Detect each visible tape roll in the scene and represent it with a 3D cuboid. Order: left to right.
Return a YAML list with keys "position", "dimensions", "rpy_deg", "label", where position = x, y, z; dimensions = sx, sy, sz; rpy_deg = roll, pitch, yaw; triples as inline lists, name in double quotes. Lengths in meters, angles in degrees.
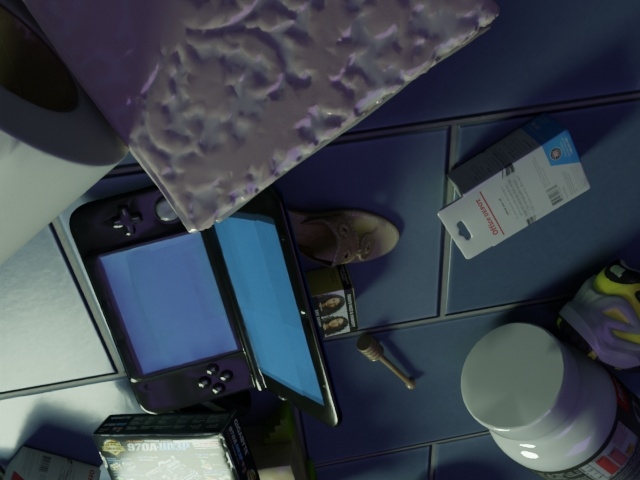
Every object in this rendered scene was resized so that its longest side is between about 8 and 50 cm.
- position: [-0.311, -0.111, 0.458]
  dimensions: [0.169, 0.246, 0.246]
  rpy_deg: [-36, 123, 15]
  label: "tape roll"

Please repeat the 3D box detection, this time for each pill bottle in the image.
- position: [0.404, 0.292, 0.898]
  dimensions: [0.210, 0.210, 0.363]
  rpy_deg: [-42, 122, 18]
  label: "pill bottle"

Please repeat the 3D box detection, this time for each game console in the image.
- position: [-0.136, 0.084, 0.622]
  dimensions: [0.250, 0.173, 0.292]
  rpy_deg: [-15, 106, -3]
  label: "game console"

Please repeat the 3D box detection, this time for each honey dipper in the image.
- position: [0.112, 0.203, 0.894]
  dimensions: [0.030, 0.030, 0.160]
  rpy_deg: [-34, 128, 13]
  label: "honey dipper"

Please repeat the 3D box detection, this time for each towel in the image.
- position: [-0.069, -0.221, 0.467]
  dimensions: [0.332, 0.053, 0.316]
  rpy_deg: [-33, 95, 11]
  label: "towel"

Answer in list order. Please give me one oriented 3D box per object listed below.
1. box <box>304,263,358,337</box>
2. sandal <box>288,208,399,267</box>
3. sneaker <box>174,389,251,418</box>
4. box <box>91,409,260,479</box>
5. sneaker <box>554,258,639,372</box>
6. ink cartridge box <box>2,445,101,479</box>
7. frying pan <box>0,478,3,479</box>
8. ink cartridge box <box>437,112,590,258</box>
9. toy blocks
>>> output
- position: [-0.068, 0.103, 0.767]
  dimensions: [0.233, 0.058, 0.087]
  rpy_deg: [-11, 126, -3]
  label: "box"
- position: [-0.002, 0.005, 0.699]
  dimensions: [0.240, 0.079, 0.088]
  rpy_deg: [12, 121, -19]
  label: "sandal"
- position: [-0.204, 0.223, 0.808]
  dimensions: [0.097, 0.084, 0.235]
  rpy_deg: [-36, 123, 16]
  label: "sneaker"
- position: [-0.206, 0.338, 0.806]
  dimensions: [0.221, 0.051, 0.175]
  rpy_deg: [-8, 109, 18]
  label: "box"
- position: [0.563, 0.143, 0.869]
  dimensions: [0.385, 0.145, 0.147]
  rpy_deg: [15, 115, -25]
  label: "sneaker"
- position: [-0.436, 0.404, 0.880]
  dimensions: [0.135, 0.099, 0.056]
  rpy_deg: [32, 113, -27]
  label: "ink cartridge box"
- position: [-0.503, 0.450, 0.929]
  dimensions: [0.326, 0.053, 0.197]
  rpy_deg: [-13, 126, -4]
  label: "frying pan"
- position: [0.238, -0.067, 0.707]
  dimensions: [0.180, 0.060, 0.104]
  rpy_deg: [-32, 125, 11]
  label: "ink cartridge box"
- position: [-0.144, 0.470, 0.952]
  dimensions: [0.261, 0.190, 0.381]
  rpy_deg: [-9, 115, 6]
  label: "toy blocks"
